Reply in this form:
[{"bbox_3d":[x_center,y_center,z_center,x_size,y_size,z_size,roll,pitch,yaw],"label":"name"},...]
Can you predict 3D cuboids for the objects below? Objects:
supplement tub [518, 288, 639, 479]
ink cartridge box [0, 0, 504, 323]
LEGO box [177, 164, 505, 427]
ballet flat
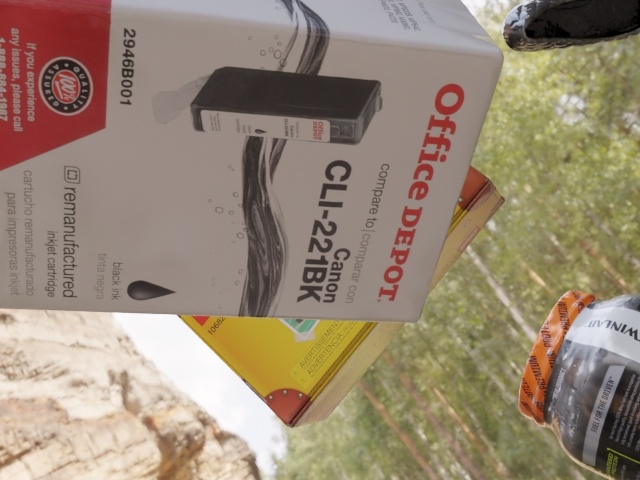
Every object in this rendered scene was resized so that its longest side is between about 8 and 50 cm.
[{"bbox_3d":[0.400,0.185,0.889,0.207,0.337,0.207,-36,-43,-42],"label":"supplement tub"},{"bbox_3d":[-0.053,-0.060,0.507,0.272,0.114,0.197,3,-55,-14],"label":"ink cartridge box"},{"bbox_3d":[0.000,0.000,1.403,0.500,0.372,0.193,-51,-20,6],"label":"LEGO box"},{"bbox_3d":[0.241,-0.192,0.721,0.173,0.049,0.058,-15,-64,-3],"label":"ballet flat"}]
